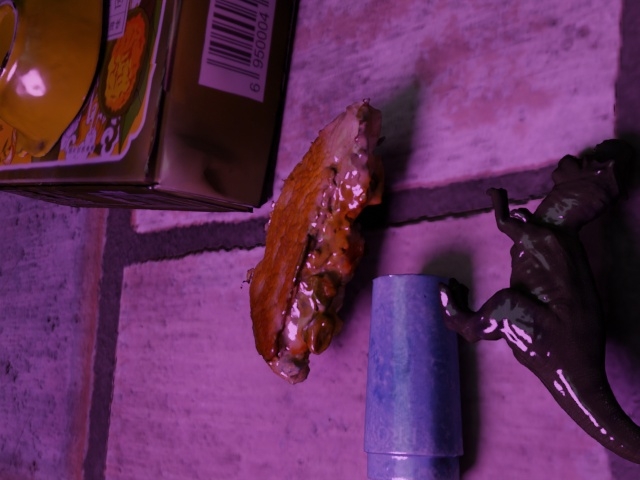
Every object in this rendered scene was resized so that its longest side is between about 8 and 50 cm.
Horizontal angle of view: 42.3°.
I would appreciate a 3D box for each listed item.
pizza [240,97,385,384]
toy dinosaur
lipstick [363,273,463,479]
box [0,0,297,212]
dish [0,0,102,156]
[{"bbox_3d":[0.000,0.000,0.679,0.147,0.069,0.226,20,93,70],"label":"pizza"},{"bbox_3d":[0.163,0.027,0.470,0.179,0.087,0.187,8,88,50],"label":"toy dinosaur"},{"bbox_3d":[0.063,0.162,0.566,0.068,0.061,0.274,-11,73,44],"label":"lipstick"},{"bbox_3d":[-0.202,-0.224,0.901,0.420,0.138,0.372,5,85,48],"label":"box"},{"bbox_3d":[-0.293,-0.179,0.827,0.149,0.080,0.207,48,114,43],"label":"dish"}]
